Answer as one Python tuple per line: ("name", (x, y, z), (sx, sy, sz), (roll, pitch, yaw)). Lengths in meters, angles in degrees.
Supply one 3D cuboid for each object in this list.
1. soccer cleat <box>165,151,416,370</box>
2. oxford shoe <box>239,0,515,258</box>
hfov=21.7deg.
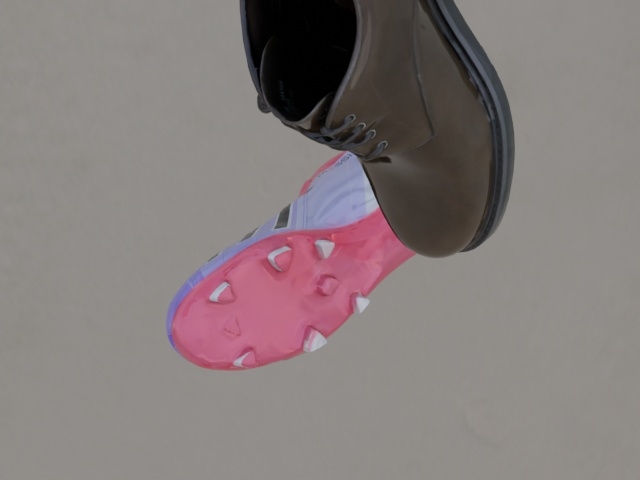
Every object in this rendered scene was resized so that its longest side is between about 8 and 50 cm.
("soccer cleat", (0.000, 0.000, 1.026), (0.248, 0.083, 0.095), (-33, 30, -25))
("oxford shoe", (0.013, -0.064, 0.648), (0.083, 0.227, 0.096), (18, 57, 36))
